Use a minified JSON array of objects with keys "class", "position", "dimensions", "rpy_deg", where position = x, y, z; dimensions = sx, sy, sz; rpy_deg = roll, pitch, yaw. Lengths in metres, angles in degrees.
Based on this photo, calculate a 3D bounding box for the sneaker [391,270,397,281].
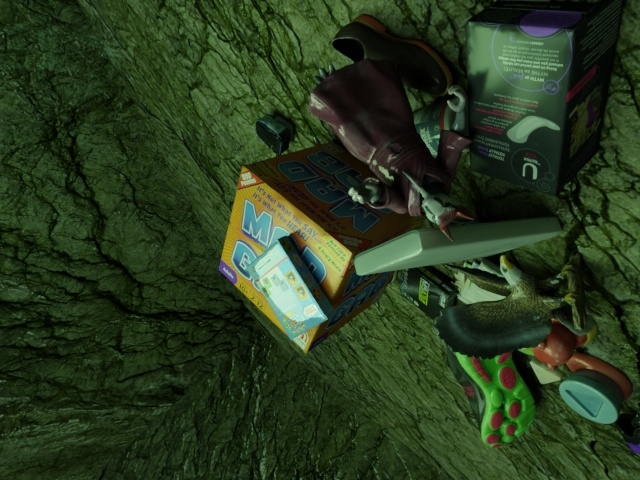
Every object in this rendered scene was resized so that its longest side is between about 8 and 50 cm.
[{"class":"sneaker","position":[0.165,0.070,1.463],"dimensions":[0.104,0.147,0.296],"rpy_deg":[34,150,35]}]

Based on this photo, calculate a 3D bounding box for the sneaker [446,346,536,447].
[{"class":"sneaker","position":[0.495,0.409,1.381],"dimensions":[0.202,0.185,0.483],"rpy_deg":[-118,7,-70]}]

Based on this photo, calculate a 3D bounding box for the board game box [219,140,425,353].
[{"class":"board game box","position":[0.000,0.000,1.258],"dimensions":[0.356,0.356,0.356],"rpy_deg":[39,130,22]}]

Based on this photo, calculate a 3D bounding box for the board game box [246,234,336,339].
[{"class":"board game box","position":[-0.075,0.115,1.096],"dimensions":[0.160,0.039,0.212],"rpy_deg":[-38,82,45]}]

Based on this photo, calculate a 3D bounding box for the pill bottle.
[{"class":"pill bottle","position":[0.237,-0.226,0.960],"dimensions":[0.180,0.108,0.108],"rpy_deg":[2,128,59]}]

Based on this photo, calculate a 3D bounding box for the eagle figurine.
[{"class":"eagle figurine","position":[0.421,0.124,1.014],"dimensions":[0.298,0.226,0.225],"rpy_deg":[-24,78,42]}]

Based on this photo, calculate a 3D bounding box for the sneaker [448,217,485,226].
[{"class":"sneaker","position":[0.345,-0.019,1.133],"dimensions":[0.144,0.059,0.053],"rpy_deg":[-1,124,58]}]

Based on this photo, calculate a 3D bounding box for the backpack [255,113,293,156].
[{"class":"backpack","position":[-0.145,-0.343,1.469],"dimensions":[0.114,0.084,0.105],"rpy_deg":[39,154,12]}]

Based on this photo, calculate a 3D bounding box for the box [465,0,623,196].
[{"class":"box","position":[0.339,-0.232,0.729],"dimensions":[0.165,0.143,0.270],"rpy_deg":[30,150,40]}]

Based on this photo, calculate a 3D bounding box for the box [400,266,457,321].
[{"class":"box","position":[0.325,0.155,1.420],"dimensions":[0.184,0.045,0.191],"rpy_deg":[43,157,33]}]

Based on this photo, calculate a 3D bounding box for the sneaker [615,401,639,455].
[{"class":"sneaker","position":[0.761,0.417,0.998],"dimensions":[0.146,0.102,0.293],"rpy_deg":[46,156,9]}]

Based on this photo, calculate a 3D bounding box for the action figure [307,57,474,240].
[{"class":"action figure","position":[0.125,-0.144,0.826],"dimensions":[0.370,0.248,0.276],"rpy_deg":[59,173,17]}]

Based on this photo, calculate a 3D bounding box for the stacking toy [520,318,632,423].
[{"class":"stacking toy","position":[0.568,0.312,1.145],"dimensions":[0.309,0.130,0.279],"rpy_deg":[53,155,-7]}]

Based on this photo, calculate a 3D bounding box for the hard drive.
[{"class":"hard drive","position":[0.277,0.011,0.955],"dimensions":[0.233,0.352,0.047],"rpy_deg":[-31,68,62]}]

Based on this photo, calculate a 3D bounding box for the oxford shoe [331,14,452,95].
[{"class":"oxford shoe","position":[0.140,-0.358,0.943],"dimensions":[0.271,0.098,0.097],"rpy_deg":[38,153,24]}]

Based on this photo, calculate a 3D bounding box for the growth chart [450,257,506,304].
[{"class":"growth chart","position":[0.436,0.128,1.236],"dimensions":[0.172,0.021,0.237],"rpy_deg":[40,154,22]}]
